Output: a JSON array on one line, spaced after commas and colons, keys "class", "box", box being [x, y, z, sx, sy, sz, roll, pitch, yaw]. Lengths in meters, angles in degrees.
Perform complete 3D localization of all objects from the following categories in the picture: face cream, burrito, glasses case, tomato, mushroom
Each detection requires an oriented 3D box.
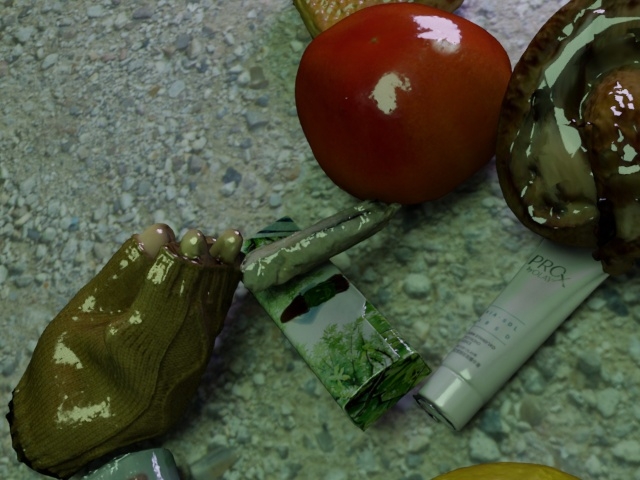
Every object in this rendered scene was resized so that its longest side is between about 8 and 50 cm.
[{"class": "face cream", "box": [0.195, 0.088, 0.876, 0.243, 0.058, 0.092, -46, 42, -11]}, {"class": "burrito", "box": [0.001, 0.002, 0.927, 0.188, 0.045, 0.058, -27, 17, -5]}, {"class": "glasses case", "box": [0.000, 0.076, 0.931, 0.095, 0.062, 0.272, -42, 44, -3]}, {"class": "tomato", "box": [0.090, -0.165, 0.989, 0.260, 0.180, 0.259, -11, 57, 16]}, {"class": "mushroom", "box": [0.300, -0.101, 0.849, 0.264, 0.195, 0.283, -4, 56, 29]}]

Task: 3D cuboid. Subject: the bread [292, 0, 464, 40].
[{"class": "bread", "box": [0.066, -0.347, 1.153, 0.211, 0.099, 0.235, -30, 61, 8]}]

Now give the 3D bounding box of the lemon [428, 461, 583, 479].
[{"class": "lemon", "box": [0.135, 0.299, 0.665, 0.268, 0.267, 0.267, -11, 59, 18]}]

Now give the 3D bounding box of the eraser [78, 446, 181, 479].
[{"class": "eraser", "box": [-0.198, 0.349, 0.883, 0.174, 0.081, 0.227, -32, 56, 9]}]

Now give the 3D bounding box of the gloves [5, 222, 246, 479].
[{"class": "gloves", "box": [-0.205, 0.115, 0.968, 0.356, 0.155, 0.203, -49, 36, 17]}]
